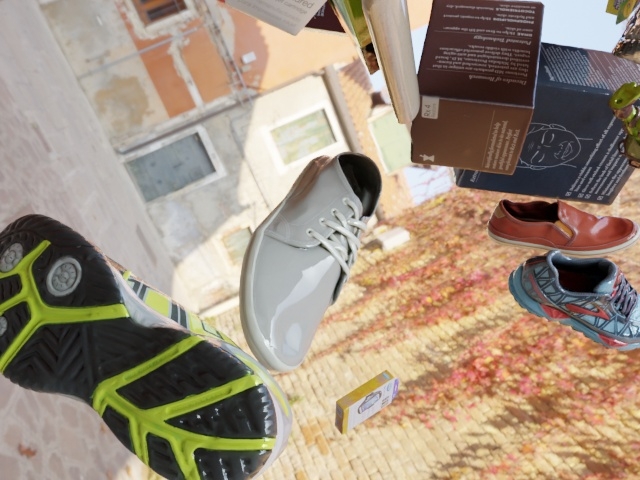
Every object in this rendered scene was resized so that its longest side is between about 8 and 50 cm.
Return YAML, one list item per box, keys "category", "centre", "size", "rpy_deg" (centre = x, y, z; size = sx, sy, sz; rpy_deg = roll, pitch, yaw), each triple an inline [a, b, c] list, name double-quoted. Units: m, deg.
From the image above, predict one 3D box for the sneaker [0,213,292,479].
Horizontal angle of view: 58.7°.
- category: "sneaker"
  centre: [-0.195, 0.110, 0.568]
  size: [0.384, 0.145, 0.147]
  rpy_deg: [34, -8, 21]

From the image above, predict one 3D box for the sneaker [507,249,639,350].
- category: "sneaker"
  centre: [0.435, 0.090, 0.882]
  size: [0.125, 0.261, 0.104]
  rpy_deg: [113, -7, -57]

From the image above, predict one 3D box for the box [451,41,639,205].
- category: "box"
  centre: [0.530, -0.274, 1.323]
  size: [0.212, 0.394, 0.294]
  rpy_deg: [-89, -172, -45]

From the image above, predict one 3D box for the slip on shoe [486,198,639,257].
- category: "slip on shoe"
  centre: [0.553, -0.037, 1.296]
  size: [0.123, 0.330, 0.101]
  rpy_deg: [-70, 162, -49]

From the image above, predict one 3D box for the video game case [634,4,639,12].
- category: "video game case"
  centre: [0.599, -0.530, 1.110]
  size: [0.275, 0.035, 0.248]
  rpy_deg: [42, 26, -12]

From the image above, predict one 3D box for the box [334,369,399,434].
- category: "box"
  centre: [0.087, 0.293, 1.047]
  size: [0.028, 0.136, 0.081]
  rpy_deg: [40, -36, 36]

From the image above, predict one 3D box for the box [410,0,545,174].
- category: "box"
  centre: [0.237, -0.238, 0.879]
  size: [0.168, 0.166, 0.203]
  rpy_deg: [75, 27, -63]

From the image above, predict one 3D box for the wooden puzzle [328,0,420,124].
- category: "wooden puzzle"
  centre: [-0.003, -0.201, 0.347]
  size: [0.239, 0.044, 0.221]
  rpy_deg: [67, 10, 8]

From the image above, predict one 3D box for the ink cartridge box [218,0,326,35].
- category: "ink cartridge box"
  centre: [-0.033, -0.387, 0.570]
  size: [0.306, 0.226, 0.131]
  rpy_deg: [-35, -125, 42]

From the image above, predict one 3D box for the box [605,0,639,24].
- category: "box"
  centre: [0.514, -0.438, 0.905]
  size: [0.043, 0.179, 0.105]
  rpy_deg: [31, -21, 27]

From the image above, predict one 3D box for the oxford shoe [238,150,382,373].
- category: "oxford shoe"
  centre: [0.000, 0.000, 0.879]
  size: [0.169, 0.130, 0.450]
  rpy_deg: [56, 37, -28]

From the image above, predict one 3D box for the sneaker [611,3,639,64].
- category: "sneaker"
  centre: [0.407, -0.227, 0.602]
  size: [0.129, 0.297, 0.111]
  rpy_deg: [42, -48, 17]

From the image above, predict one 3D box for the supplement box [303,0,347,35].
- category: "supplement box"
  centre: [0.044, -0.490, 1.078]
  size: [0.129, 0.194, 0.192]
  rpy_deg: [-42, 143, -68]

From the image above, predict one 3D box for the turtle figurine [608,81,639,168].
- category: "turtle figurine"
  centre: [0.576, -0.185, 1.018]
  size: [0.217, 0.087, 0.270]
  rpy_deg: [35, 38, -45]
